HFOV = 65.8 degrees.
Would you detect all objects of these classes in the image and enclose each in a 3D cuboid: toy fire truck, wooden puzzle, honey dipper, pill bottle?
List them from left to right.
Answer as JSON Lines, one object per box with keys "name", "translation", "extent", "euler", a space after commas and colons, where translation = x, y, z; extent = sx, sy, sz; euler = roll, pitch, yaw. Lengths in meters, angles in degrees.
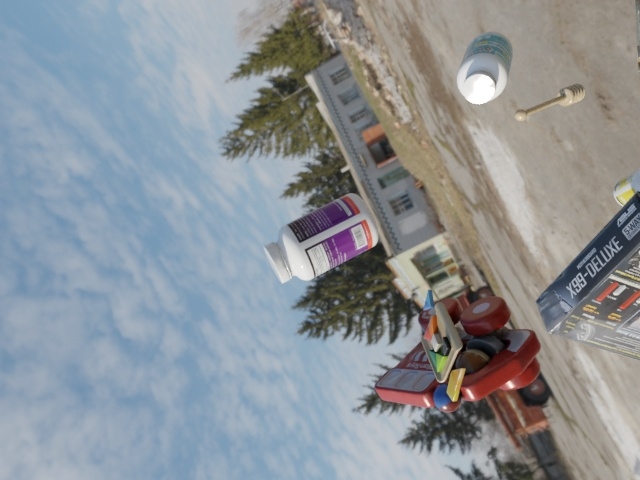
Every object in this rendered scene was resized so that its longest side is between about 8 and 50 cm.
{"name": "pill bottle", "translation": [0.000, 0.000, 1.480], "extent": [0.182, 0.322, 0.181], "euler": [60, 169, 20]}
{"name": "wooden puzzle", "translation": [0.139, 0.120, 0.580], "extent": [0.116, 0.014, 0.079], "euler": [-108, 22, -52]}
{"name": "toy fire truck", "translation": [0.278, 0.253, 1.009], "extent": [0.170, 0.253, 0.302], "euler": [59, 150, -9]}
{"name": "pill bottle", "translation": [0.498, -0.517, 1.499], "extent": [0.146, 0.146, 0.264], "euler": [56, -140, -28]}
{"name": "honey dipper", "translation": [0.364, -0.219, 0.788], "extent": [0.030, 0.160, 0.031], "euler": [39, 141, 41]}
{"name": "pill bottle", "translation": [0.617, -0.105, 0.941], "extent": [0.116, 0.065, 0.065], "euler": [58, -174, -78]}

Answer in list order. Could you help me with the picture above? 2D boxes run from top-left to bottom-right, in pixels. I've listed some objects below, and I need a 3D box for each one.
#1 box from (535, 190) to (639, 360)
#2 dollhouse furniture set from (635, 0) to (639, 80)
{"name": "box", "translation": [0.541, 0.083, 0.762], "extent": [0.307, 0.243, 0.077], "euler": [16, -142, -10]}
{"name": "dollhouse furniture set", "translation": [0.961, -0.474, 1.304], "extent": [0.286, 0.198, 0.304], "euler": [36, -124, -50]}
